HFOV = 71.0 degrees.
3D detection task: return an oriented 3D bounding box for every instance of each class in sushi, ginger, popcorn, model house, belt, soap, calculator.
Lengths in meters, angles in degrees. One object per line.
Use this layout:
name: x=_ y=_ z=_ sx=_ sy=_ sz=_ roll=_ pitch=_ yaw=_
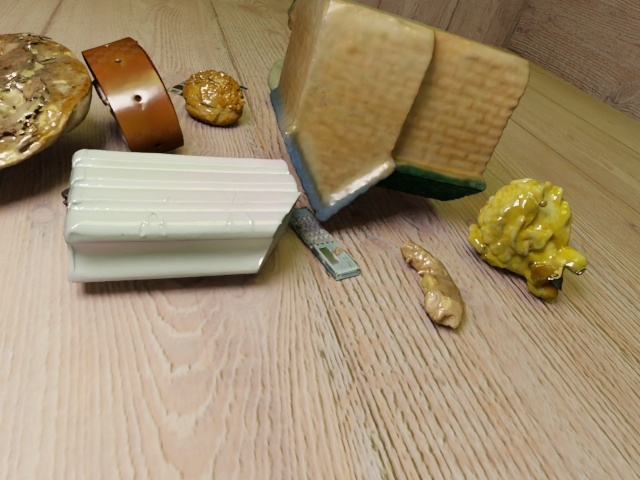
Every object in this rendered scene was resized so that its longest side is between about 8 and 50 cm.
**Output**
sushi: x=-0.278 y=-0.399 z=1.137 sx=0.139 sy=0.031 sz=0.201 roll=19 pitch=35 yaw=3
ginger: x=0.177 y=0.067 z=0.698 sx=0.069 sy=0.051 sz=0.173 roll=10 pitch=31 yaw=-21
popcorn: x=0.371 y=-0.010 z=0.784 sx=0.195 sy=0.168 sz=0.173 roll=39 pitch=2 yaw=11
model house: x=0.105 y=-0.221 z=0.818 sx=0.382 sy=0.343 sz=0.334 roll=9 pitch=29 yaw=-16
belt: x=-0.318 y=-0.240 z=0.773 sx=0.105 sy=0.184 sz=0.261 roll=-28 pitch=42 yaw=-17
soap: x=-0.172 y=-0.036 z=0.599 sx=0.289 sy=0.095 sz=0.173 roll=-2 pitch=41 yaw=-24
calculator: x=0.000 y=0.000 z=0.735 sx=0.057 sy=0.018 sz=0.172 roll=-12 pitch=46 yaw=-33

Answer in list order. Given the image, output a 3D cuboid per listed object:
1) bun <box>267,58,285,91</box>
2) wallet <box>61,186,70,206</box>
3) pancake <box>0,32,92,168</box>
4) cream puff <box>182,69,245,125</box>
bun: x=-0.028 y=-0.391 z=1.171 sx=0.221 sy=0.108 sz=0.221 roll=13 pitch=27 yaw=-7
wallet: x=-0.246 y=-0.047 z=0.682 sx=0.244 sy=0.025 sz=0.124 roll=22 pitch=38 yaw=5
pancake: x=-0.535 y=-0.186 z=0.636 sx=0.382 sy=0.071 sz=0.382 roll=1 pitch=50 yaw=-1
cream puff: x=-0.235 y=-0.320 z=0.987 sx=0.126 sy=0.103 sz=0.144 roll=-17 pitch=42 yaw=-37
